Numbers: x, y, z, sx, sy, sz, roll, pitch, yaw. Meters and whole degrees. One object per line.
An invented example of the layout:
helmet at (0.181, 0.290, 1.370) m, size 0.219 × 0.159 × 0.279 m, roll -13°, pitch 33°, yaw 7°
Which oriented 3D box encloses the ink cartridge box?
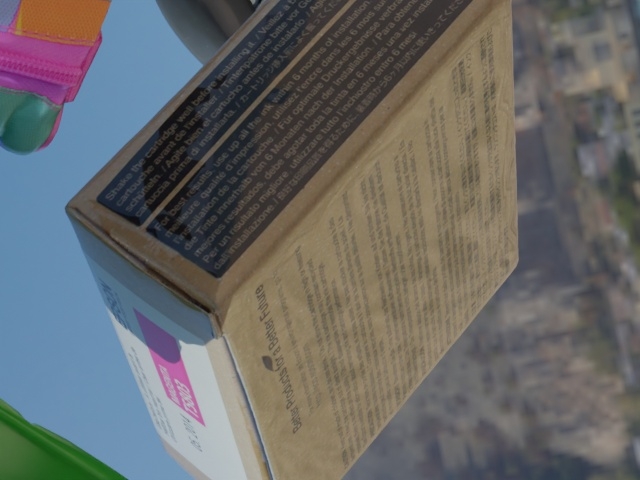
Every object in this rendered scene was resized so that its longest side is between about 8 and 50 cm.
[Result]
ink cartridge box at (0.000, 0.000, 0.855) m, size 0.193 × 0.088 × 0.234 m, roll -47°, pitch -25°, yaw -20°

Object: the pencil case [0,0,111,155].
pencil case at (-0.173, -0.085, 0.554) m, size 0.236 × 0.104 × 0.104 m, roll 5°, pitch -112°, yaw -37°

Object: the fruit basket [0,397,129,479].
fruit basket at (-0.276, 0.184, 0.713) m, size 0.283 × 0.392 × 0.392 m, roll -126°, pitch 19°, yaw -67°

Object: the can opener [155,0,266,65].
can opener at (-0.076, -0.227, 1.041) m, size 0.095 × 0.076 × 0.283 m, roll -42°, pitch -66°, yaw -54°
